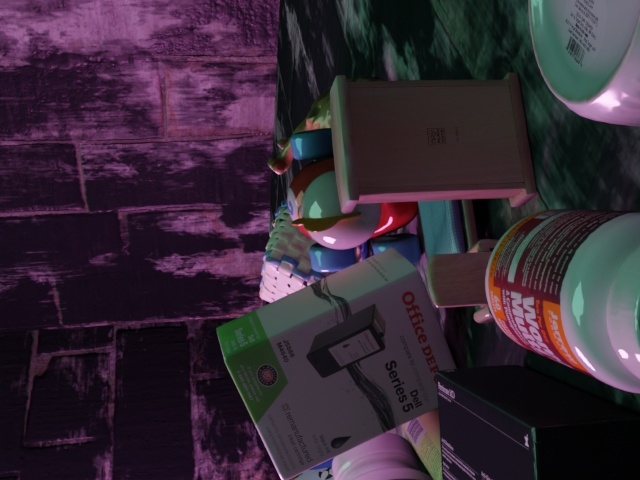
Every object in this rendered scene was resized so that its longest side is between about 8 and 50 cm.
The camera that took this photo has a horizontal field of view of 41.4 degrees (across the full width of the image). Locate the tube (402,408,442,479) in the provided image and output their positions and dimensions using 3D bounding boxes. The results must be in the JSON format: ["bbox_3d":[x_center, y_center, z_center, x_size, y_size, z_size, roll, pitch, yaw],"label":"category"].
[{"bbox_3d":[0.175,0.303,1.100,0.070,0.062,0.240,43,-174,-26],"label":"tube"}]

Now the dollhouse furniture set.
[{"bbox_3d":[0.102,-0.024,0.994,0.303,0.198,0.286,118,148,-73],"label":"dollhouse furniture set"}]

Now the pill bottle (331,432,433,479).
[{"bbox_3d":[0.105,0.428,1.165,0.318,0.176,0.176,-106,16,-53],"label":"pill bottle"}]

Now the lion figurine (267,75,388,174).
[{"bbox_3d":[0.033,-0.212,1.499,0.240,0.142,0.392,-49,16,15],"label":"lion figurine"}]

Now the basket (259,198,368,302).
[{"bbox_3d":[0.000,0.000,1.698,0.255,0.201,0.289,102,-170,-64],"label":"basket"}]

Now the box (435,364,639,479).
[{"bbox_3d":[0.195,0.229,0.795,0.261,0.103,0.184,-171,75,-81],"label":"box"}]

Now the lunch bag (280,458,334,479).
[{"bbox_3d":[0.004,0.583,1.464,0.385,0.239,0.328,109,176,-55],"label":"lunch bag"}]

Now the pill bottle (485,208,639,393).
[{"bbox_3d":[0.209,0.039,0.596,0.221,0.121,0.121,-162,70,-80],"label":"pill bottle"}]

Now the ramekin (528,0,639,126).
[{"bbox_3d":[0.215,-0.168,0.537,0.207,0.109,0.207,177,90,-80],"label":"ramekin"}]

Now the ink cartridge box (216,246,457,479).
[{"bbox_3d":[0.027,0.159,1.125,0.115,0.273,0.198,-129,15,-71],"label":"ink cartridge box"}]

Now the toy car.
[{"bbox_3d":[0.020,-0.048,1.221,0.238,0.210,0.219,-28,-69,-62],"label":"toy car"}]

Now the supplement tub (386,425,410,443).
[{"bbox_3d":[0.070,0.264,1.427,0.199,0.144,0.144,-109,18,-60],"label":"supplement tub"}]
